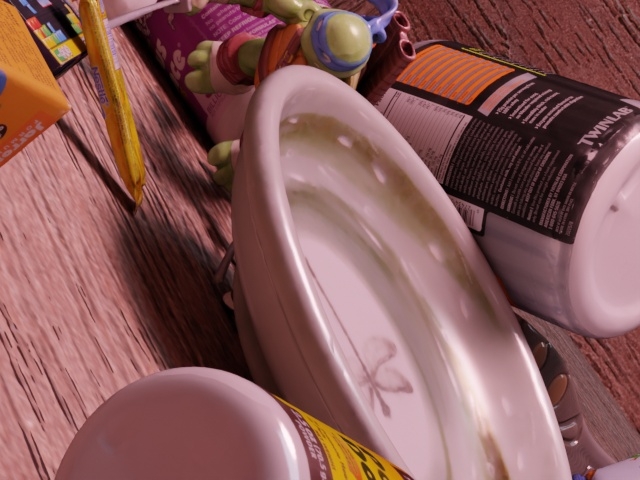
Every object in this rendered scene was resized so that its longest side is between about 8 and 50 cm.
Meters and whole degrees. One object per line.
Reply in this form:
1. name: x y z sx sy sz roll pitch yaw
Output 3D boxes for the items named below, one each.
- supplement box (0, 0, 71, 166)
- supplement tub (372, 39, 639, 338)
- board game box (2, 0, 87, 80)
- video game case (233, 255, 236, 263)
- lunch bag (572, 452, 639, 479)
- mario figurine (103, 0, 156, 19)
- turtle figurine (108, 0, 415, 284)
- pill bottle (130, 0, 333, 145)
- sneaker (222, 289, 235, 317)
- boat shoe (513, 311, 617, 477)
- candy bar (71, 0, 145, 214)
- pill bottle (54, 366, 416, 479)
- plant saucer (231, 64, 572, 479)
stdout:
1. supplement box: -0.211 -0.094 0.823 0.080 0.078 0.233 54 10 16
2. supplement tub: 0.147 -0.056 1.444 0.316 0.193 0.193 25 -11 41
3. board game box: -0.221 -0.168 1.166 0.141 0.048 0.170 52 9 -9
4. video game case: 0.033 0.116 1.377 0.227 0.026 0.206 41 14 -52
5. lunch bag: 0.268 0.312 1.274 0.243 0.115 0.303 -85 156 -74
6. mario figurine: -0.240 -0.277 1.410 0.320 0.170 0.198 -8 96 -68
7. turtle figurine: -0.078 -0.114 1.371 0.198 0.275 0.266 44 -14 -4
8. pill bottle: -0.093 -0.224 1.648 0.301 0.169 0.169 56 10 23
9. sneaker: -0.041 0.041 1.253 0.040 0.044 0.109 53 10 -5
10. boat shoe: 0.167 0.184 1.525 0.130 0.132 0.355 6 -44 57
11. candy bar: -0.143 -0.099 1.179 0.040 0.018 0.161 -78 154 -80
12. pill bottle: -0.016 0.137 0.748 0.117 0.117 0.215 57 10 32
13. plant saucer: 0.038 0.075 1.176 0.400 0.100 0.400 51 22 -30
